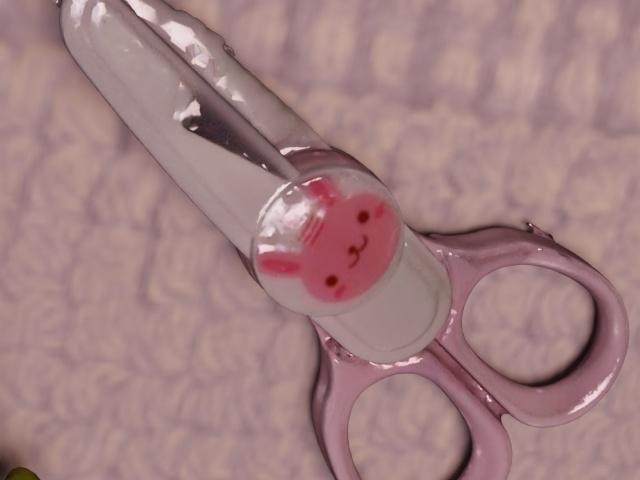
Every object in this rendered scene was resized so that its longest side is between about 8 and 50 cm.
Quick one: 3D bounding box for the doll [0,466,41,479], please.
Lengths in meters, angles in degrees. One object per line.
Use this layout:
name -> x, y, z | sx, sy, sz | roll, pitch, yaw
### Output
doll -> -0.233, 0.164, 0.481 | 0.346, 0.099, 0.341 | -36, 113, 2

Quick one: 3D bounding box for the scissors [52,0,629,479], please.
scissors -> 0.000, 0.000, 0.527 | 0.118, 0.030, 0.242 | -45, 119, 3
